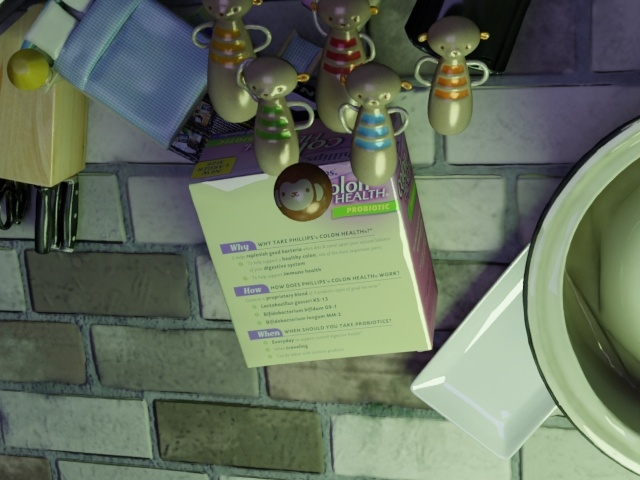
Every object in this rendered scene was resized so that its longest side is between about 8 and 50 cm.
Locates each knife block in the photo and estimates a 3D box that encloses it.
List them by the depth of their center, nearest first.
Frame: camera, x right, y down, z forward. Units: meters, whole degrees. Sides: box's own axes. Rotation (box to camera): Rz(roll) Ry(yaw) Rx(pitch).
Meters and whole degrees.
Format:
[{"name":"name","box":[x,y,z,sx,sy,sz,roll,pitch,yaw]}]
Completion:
[{"name":"knife block","box":[-0.322,-0.119,1.374,0.275,0.088,0.242,-34,96,24]}]

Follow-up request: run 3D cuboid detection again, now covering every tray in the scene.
[{"name":"tray","box":[0.234,0.114,1.312,0.145,0.030,0.270,38,115,3]}]

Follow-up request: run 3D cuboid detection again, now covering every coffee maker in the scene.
[{"name":"coffee maker","box":[0.155,-0.261,1.129,0.120,0.171,0.178,24,113,11]}]

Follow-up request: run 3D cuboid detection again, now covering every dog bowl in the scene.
[{"name":"dog bowl","box":[0.408,0.039,1.147,0.407,0.150,0.408,3,106,10]}]

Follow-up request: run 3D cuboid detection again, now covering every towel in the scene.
[{"name":"towel","box":[-0.115,-0.226,1.314,0.060,0.009,0.083,-34,96,25]}]

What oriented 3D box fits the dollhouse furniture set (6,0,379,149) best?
[{"name":"dollhouse furniture set","box":[-0.140,-0.217,1.168,0.286,0.198,0.303,36,92,3]}]

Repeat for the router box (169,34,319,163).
[{"name":"router box","box":[-0.083,-0.133,1.310,0.178,0.046,0.133,27,116,2]}]

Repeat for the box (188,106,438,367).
[{"name":"box","box":[0.000,0.000,1.261,0.213,0.117,0.243,-7,120,14]}]

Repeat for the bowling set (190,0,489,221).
[{"name":"bowling set","box":[0.013,-0.129,1.065,0.286,0.200,0.154,2,132,4]}]

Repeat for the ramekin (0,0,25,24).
[{"name":"ramekin","box":[-0.370,-0.302,1.238,0.273,0.273,0.127,-37,106,25]}]
